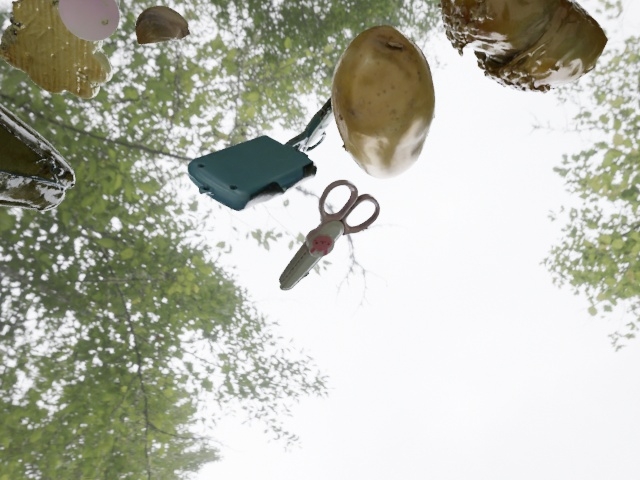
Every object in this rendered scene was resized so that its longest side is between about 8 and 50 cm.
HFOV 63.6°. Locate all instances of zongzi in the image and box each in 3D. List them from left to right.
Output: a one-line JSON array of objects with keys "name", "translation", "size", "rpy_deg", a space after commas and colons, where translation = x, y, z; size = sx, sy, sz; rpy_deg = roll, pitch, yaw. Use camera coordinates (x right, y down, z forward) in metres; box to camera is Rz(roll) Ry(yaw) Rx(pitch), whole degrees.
[{"name": "zongzi", "translation": [-0.678, -0.091, 0.954], "size": [0.160, 0.323, 0.360], "rpy_deg": [24, -107, 36]}]

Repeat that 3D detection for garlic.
[{"name": "garlic", "translation": [-0.471, -0.642, 1.528], "size": [0.195, 0.101, 0.087], "rpy_deg": [0, -151, 22]}]

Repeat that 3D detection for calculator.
[{"name": "calculator", "translation": [-0.134, -0.144, 1.064], "size": [0.173, 0.051, 0.293], "rpy_deg": [33, -140, 23]}]

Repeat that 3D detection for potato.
[{"name": "potato", "translation": [0.068, -0.142, 0.567], "size": [0.118, 0.178, 0.109], "rpy_deg": [36, -111, 24]}]

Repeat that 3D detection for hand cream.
[{"name": "hand cream", "translation": [-0.323, -0.361, 0.725], "size": [0.111, 0.070, 0.312], "rpy_deg": [-56, -143, 20]}]

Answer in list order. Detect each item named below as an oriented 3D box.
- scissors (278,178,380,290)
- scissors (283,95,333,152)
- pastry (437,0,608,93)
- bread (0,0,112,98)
[{"name": "scissors", "translation": [0.000, 0.000, 0.931], "size": [0.242, 0.118, 0.030], "rpy_deg": [-49, -145, 17]}, {"name": "scissors", "translation": [-0.004, -0.282, 1.246], "size": [0.138, 0.289, 0.041], "rpy_deg": [-21, -103, -34]}, {"name": "pastry", "translation": [0.345, -0.384, 0.922], "size": [0.184, 0.315, 0.284], "rpy_deg": [-46, -151, 35]}, {"name": "bread", "translation": [-0.459, -0.335, 0.907], "size": [0.251, 0.182, 0.039], "rpy_deg": [-19, -135, 46]}]
